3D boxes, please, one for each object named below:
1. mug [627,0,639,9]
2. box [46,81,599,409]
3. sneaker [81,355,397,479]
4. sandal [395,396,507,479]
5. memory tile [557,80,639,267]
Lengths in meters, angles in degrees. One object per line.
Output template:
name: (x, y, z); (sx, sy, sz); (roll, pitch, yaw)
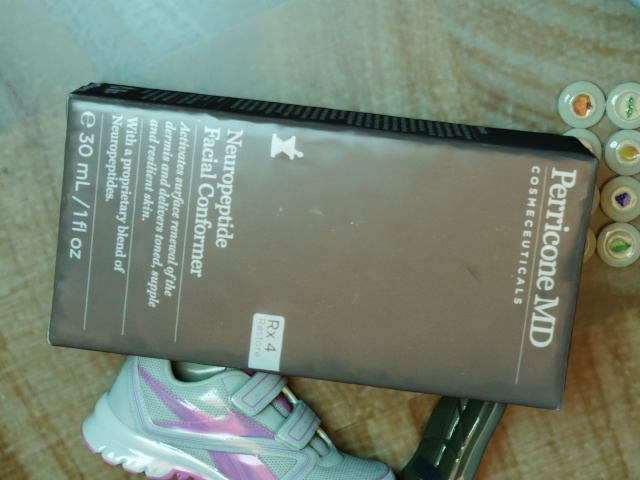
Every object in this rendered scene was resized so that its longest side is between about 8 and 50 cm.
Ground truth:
mug: (0.239, -0.356, 0.994); (0.328, 0.276, 0.374); (33, 69, 3)
box: (0.000, 0.000, 1.102); (0.381, 0.143, 0.191); (6, 100, 1)
sneaker: (-0.054, 0.146, 1.152); (0.252, 0.103, 0.111); (19, 102, -2)
sandal: (0.093, 0.205, 1.181); (0.060, 0.090, 0.219); (28, 93, -26)
memory tile: (0.238, -0.051, 1.155); (0.113, 0.012, 0.148); (2, 100, 1)
